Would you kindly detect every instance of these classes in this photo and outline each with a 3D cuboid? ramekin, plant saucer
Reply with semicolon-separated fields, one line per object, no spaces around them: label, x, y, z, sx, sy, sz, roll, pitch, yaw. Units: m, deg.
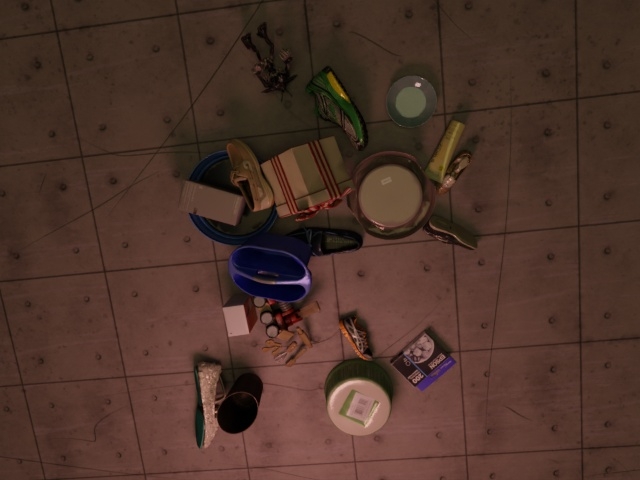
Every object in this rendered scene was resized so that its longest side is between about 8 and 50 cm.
ramekin;0.163;0.678;1.981;0.304;0.148;0.302;1;100;3
plant saucer;0.351;-0.538;1.801;0.195;0.037;0.194;1;100;3

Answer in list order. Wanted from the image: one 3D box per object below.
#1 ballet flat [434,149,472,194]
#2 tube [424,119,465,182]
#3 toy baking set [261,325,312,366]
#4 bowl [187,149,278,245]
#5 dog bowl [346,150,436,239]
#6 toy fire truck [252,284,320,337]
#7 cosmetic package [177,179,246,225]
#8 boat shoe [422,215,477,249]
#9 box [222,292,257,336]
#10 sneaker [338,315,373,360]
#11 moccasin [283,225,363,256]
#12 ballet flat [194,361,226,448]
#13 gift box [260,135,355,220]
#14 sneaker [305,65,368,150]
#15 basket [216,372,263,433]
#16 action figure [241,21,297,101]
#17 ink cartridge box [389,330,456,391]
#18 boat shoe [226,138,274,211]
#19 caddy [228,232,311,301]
ballet flat;0.523;-0.268;1.825;0.073;0.067;0.206;32;101;-4
tube;0.489;-0.349;1.814;0.062;0.070;0.240;21;103;-14
toy baking set;-0.135;0.449;1.965;0.197;0.030;0.256;-25;134;8
bowl;-0.353;-0.174;1.894;0.392;0.077;0.390;1;101;4
dog bowl;0.275;-0.180;1.840;0.350;0.102;0.348;1;100;3
toy fire truck;-0.140;0.272;1.937;0.247;0.158;0.216;-23;98;-4
cosmetic package;-0.419;-0.150;1.812;0.238;0.107;0.127;15;98;4
boat shoe;0.528;-0.021;1.878;0.233;0.084;0.079;24;139;-8
box;-0.333;0.307;1.933;0.091;0.170;0.129;-8;101;5
sneaker;0.165;0.416;1.968;0.083;0.084;0.214;-35;96;4
moccasin;0.000;0.000;1.882;0.343;0.117;0.137;-7;100;5
ballet flat;-0.483;0.729;2.048;0.147;0.147;0.408;2;101;3
gift box;-0.041;-0.222;1.726;0.255;0.276;0.257;-25;99;-32
sneaker;0.071;-0.491;1.795;0.146;0.134;0.343;-33;88;15
basket;-0.329;0.676;1.972;0.154;0.227;0.204;35;100;-3
action figure;-0.193;-0.673;1.761;0.164;0.141;0.275;-30;96;-3
ink cartridge box;0.445;0.529;1.989;0.208;0.045;0.206;44;100;-6
boat shoe;-0.287;-0.249;1.752;0.109;0.098;0.302;-34;82;51
caddy;-0.189;0.112;1.804;0.342;0.179;0.241;8;122;14
